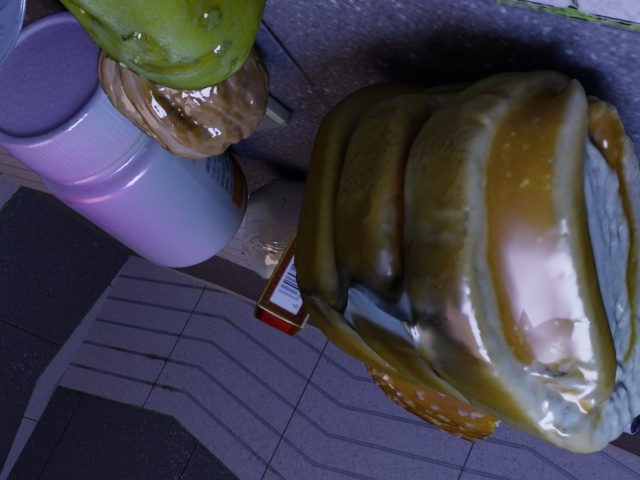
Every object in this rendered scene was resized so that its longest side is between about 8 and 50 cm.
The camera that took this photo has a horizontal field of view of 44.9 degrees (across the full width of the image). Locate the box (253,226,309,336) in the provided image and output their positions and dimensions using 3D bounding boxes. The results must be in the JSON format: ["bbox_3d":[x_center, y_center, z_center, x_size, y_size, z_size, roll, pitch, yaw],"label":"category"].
[{"bbox_3d":[-0.001,0.000,0.985,0.074,0.240,0.153,28,168,4],"label":"box"}]

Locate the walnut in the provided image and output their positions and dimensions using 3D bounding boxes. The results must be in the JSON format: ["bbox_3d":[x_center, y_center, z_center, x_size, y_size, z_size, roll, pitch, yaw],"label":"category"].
[{"bbox_3d":[-0.141,-0.170,0.797,0.155,0.155,0.184,15,161,43],"label":"walnut"}]

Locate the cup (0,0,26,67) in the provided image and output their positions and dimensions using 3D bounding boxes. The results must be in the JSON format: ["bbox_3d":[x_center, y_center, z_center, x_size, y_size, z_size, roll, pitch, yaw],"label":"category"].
[{"bbox_3d":[-0.489,-0.300,0.857,0.326,0.237,0.323,22,-164,16],"label":"cup"}]

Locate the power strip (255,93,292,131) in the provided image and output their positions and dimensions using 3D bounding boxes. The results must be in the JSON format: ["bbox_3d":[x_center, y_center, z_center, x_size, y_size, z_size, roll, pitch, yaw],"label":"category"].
[{"bbox_3d":[-0.107,-0.170,1.005,0.076,0.028,0.169,34,164,-33],"label":"power strip"}]

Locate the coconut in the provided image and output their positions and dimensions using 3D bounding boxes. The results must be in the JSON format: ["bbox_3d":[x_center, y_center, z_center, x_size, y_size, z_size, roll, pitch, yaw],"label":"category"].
[{"bbox_3d":[-0.035,-0.011,1.204,0.162,0.161,0.161,5,166,2],"label":"coconut"}]

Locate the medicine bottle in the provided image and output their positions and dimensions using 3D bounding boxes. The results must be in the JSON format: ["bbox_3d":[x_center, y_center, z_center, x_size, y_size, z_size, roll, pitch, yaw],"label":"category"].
[{"bbox_3d":[-0.269,-0.122,1.080,0.219,0.219,0.388,20,167,26],"label":"medicine bottle"}]

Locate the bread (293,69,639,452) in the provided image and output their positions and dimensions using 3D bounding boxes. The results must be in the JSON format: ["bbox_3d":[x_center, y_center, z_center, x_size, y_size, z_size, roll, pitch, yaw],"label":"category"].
[{"bbox_3d":[0.100,0.008,0.687,0.341,0.210,0.301,20,127,54],"label":"bread"}]

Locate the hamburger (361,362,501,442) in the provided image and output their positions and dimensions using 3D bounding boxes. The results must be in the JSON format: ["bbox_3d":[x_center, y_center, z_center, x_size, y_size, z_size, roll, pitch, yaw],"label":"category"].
[{"bbox_3d":[0.163,0.098,1.035,0.287,0.268,0.445,27,169,15],"label":"hamburger"}]

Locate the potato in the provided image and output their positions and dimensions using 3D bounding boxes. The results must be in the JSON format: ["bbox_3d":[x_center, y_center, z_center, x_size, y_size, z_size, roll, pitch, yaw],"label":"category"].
[{"bbox_3d":[-0.116,-0.207,0.548,0.186,0.148,0.253,58,-166,6],"label":"potato"}]

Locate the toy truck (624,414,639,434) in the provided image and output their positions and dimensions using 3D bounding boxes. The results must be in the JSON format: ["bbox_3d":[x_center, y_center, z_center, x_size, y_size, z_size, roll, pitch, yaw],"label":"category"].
[{"bbox_3d":[0.394,0.129,0.866,0.146,0.175,0.367,18,165,41],"label":"toy truck"}]
